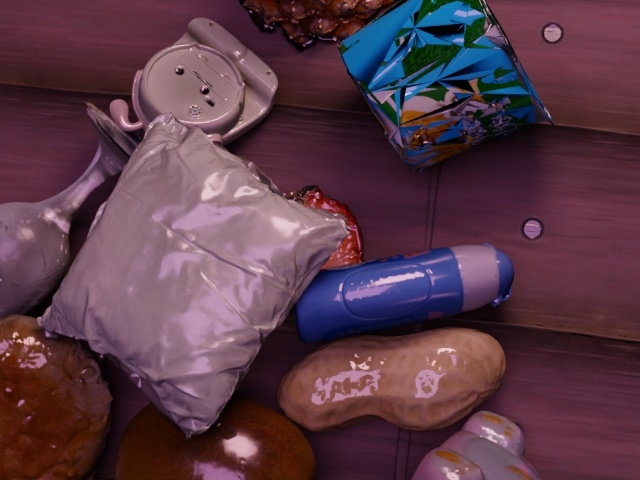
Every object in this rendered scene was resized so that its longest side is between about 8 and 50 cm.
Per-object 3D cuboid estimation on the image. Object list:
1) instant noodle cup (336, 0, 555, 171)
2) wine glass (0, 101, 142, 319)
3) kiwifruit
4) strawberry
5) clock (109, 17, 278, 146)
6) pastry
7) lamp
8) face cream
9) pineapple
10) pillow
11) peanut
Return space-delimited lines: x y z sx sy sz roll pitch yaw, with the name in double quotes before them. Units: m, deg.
"instant noodle cup" 0.142 -0.199 1.542 0.178 0.240 0.240 -29 77 11
"wine glass" -0.342 -0.018 1.624 0.143 0.143 0.321 44 92 13
"kiwifruit" -0.127 0.269 1.514 0.234 0.196 0.196 20 84 18
"strawberry" -0.001 0.000 1.613 0.104 0.048 0.152 -32 94 -4
"clock" -0.160 -0.179 1.622 0.151 0.062 0.191 41 62 12
"pastry" -0.377 0.205 1.572 0.257 0.121 0.235 -9 104 -6
"lamp" 0.228 0.366 1.449 0.301 0.247 0.247 36 118 19
"face cream" 0.098 0.058 1.530 0.264 0.149 0.083 -10 86 -4
"pineapple" -0.017 -0.391 1.562 0.263 0.272 0.262 -2 81 9
"pillow" -0.150 0.039 1.478 0.283 0.138 0.310 29 84 24
"peanut" 0.083 0.172 1.536 0.275 0.111 0.125 -9 57 10
